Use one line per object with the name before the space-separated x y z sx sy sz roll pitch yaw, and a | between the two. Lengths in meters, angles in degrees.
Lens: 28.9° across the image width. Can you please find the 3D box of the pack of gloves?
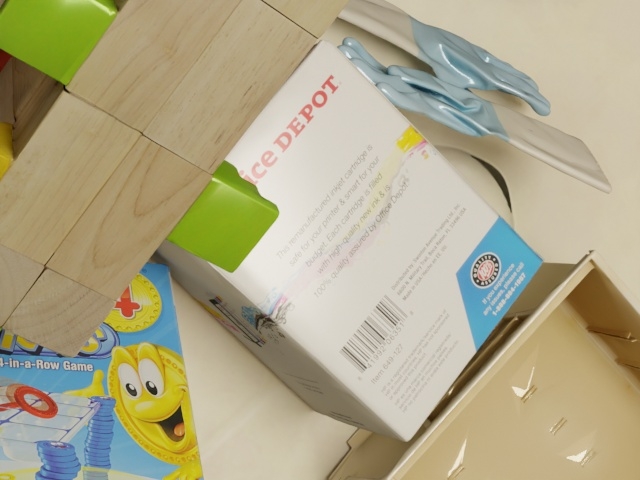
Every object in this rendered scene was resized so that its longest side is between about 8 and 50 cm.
pack of gloves | 0.095 -0.113 0.964 0.232 0.195 0.046 21 119 -21

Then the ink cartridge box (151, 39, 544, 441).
ink cartridge box | 0.000 0.000 0.906 0.232 0.168 0.171 45 75 -17

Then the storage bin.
storage bin | 0.187 0.189 0.992 0.260 0.123 0.262 -46 103 -11

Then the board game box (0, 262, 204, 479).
board game box | -0.229 0.140 0.757 0.308 0.086 0.302 5 45 -23

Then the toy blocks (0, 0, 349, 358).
toy blocks | -0.123 -0.123 0.762 0.191 0.261 0.381 30 110 -29
